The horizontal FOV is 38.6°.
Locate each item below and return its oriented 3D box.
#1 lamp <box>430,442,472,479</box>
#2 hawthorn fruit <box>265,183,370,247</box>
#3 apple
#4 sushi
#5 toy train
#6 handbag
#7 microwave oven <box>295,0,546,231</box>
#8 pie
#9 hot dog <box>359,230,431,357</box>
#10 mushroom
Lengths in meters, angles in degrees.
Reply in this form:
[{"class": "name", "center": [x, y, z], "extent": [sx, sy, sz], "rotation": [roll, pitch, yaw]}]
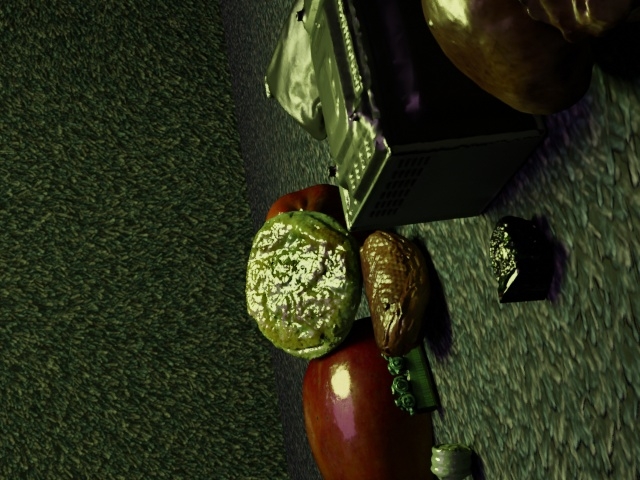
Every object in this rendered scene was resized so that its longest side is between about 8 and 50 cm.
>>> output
[{"class": "lamp", "center": [0.198, 0.408, 1.398], "extent": [0.106, 0.106, 0.192], "rotation": [-179, 93, -78]}, {"class": "hawthorn fruit", "center": [0.000, 0.000, 1.870], "extent": [0.261, 0.224, 0.224], "rotation": [38, -137, -78]}, {"class": "apple", "center": [0.107, 0.339, 1.731], "extent": [0.329, 0.295, 0.364], "rotation": [25, -129, -58]}, {"class": "sushi", "center": [0.235, 0.015, 1.083], "extent": [0.083, 0.056, 0.084], "rotation": [-99, 8, -49]}, {"class": "toy train", "center": [0.152, 0.229, 1.556], "extent": [0.038, 0.071, 0.147], "rotation": [105, 156, -56]}, {"class": "handbag", "center": [-0.001, -0.339, 1.691], "extent": [0.191, 0.075, 0.332], "rotation": [48, 141, 16]}, {"class": "microwave oven", "center": [0.102, -0.224, 1.170], "extent": [0.286, 0.219, 0.354], "rotation": [112, 149, -69]}, {"class": "pie", "center": [-0.035, 0.078, 1.676], "extent": [0.277, 0.079, 0.276], "rotation": [-5, 81, 38]}, {"class": "hot dog", "center": [0.126, 0.087, 1.527], "extent": [0.160, 0.099, 0.226], "rotation": [100, 161, -54]}, {"class": "mushroom", "center": [0.190, -0.243, 0.802], "extent": [0.283, 0.195, 0.263], "rotation": [-143, 52, -74]}]
